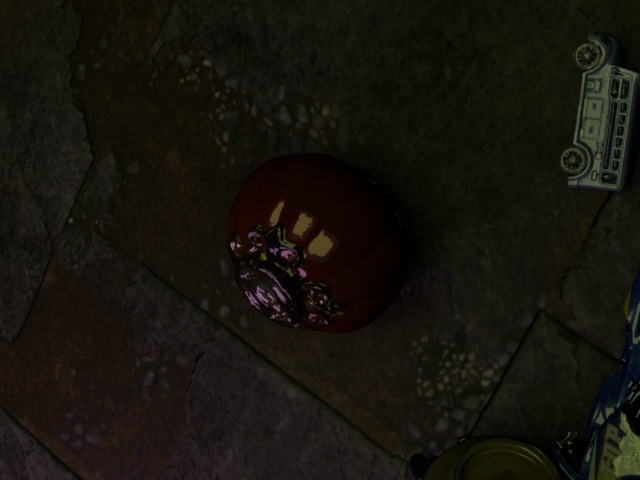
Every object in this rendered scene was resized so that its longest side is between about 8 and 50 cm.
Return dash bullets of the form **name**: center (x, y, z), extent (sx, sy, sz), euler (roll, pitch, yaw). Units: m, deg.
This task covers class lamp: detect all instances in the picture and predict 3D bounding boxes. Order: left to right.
- **lamp**: center (0.000, 0.000, 1.284), extent (0.226, 0.227, 0.227), euler (0, 89, 30)

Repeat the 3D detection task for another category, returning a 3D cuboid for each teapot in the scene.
- **teapot**: center (0.196, 0.320, 1.196), extent (0.269, 0.173, 0.183), euler (42, 148, 25)

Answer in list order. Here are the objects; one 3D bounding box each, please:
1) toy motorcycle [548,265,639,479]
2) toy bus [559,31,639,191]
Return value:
- **toy motorcycle**: center (0.334, 0.174, 1.138), extent (0.168, 0.113, 0.316), euler (18, 89, 38)
- **toy bus**: center (0.308, -0.137, 1.176), extent (0.076, 0.073, 0.168), euler (10, 98, 27)
